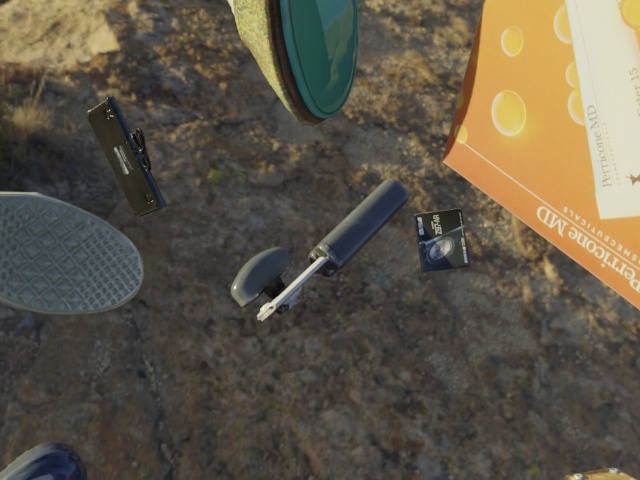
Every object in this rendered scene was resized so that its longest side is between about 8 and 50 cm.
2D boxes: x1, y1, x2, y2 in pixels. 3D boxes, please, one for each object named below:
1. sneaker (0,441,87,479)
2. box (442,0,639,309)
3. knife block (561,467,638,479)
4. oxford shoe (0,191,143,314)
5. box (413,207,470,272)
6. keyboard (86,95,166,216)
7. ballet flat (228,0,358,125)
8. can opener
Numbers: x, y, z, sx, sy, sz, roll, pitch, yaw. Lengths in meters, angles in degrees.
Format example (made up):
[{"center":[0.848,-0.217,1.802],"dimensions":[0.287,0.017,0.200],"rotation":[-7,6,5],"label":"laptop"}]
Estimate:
[{"center":[-0.308,0.352,0.636],"dimensions":[0.131,0.112,0.318],"rotation":[2,55,43],"label":"sneaker"},{"center":[0.243,-0.161,0.434],"dimensions":[0.168,0.345,0.215],"rotation":[-17,44,-29],"label":"box"},{"center":[0.444,0.471,0.911],"dimensions":[0.088,0.241,0.276],"rotation":[-2,4,-16],"label":"knife block"},{"center":[-0.482,0.006,0.963],"dimensions":[0.450,0.169,0.130],"rotation":[10,-5,-23],"label":"oxford shoe"},{"center":[0.169,0.000,0.941],"dimensions":[0.067,0.018,0.083],"rotation":[-7,84,3],"label":"box"},{"center":[-0.286,-0.128,1.020],"dimensions":[0.023,0.108,0.180],"rotation":[-34,104,-42],"label":"keyboard"},{"center":[-0.042,-0.255,0.501],"dimensions":[0.123,0.348,0.123],"rotation":[-5,40,4],"label":"ballet flat"},{"center":[0.000,0.000,0.922],"dimensions":[0.095,0.076,0.283],"rotation":[46,65,0],"label":"can opener"}]
